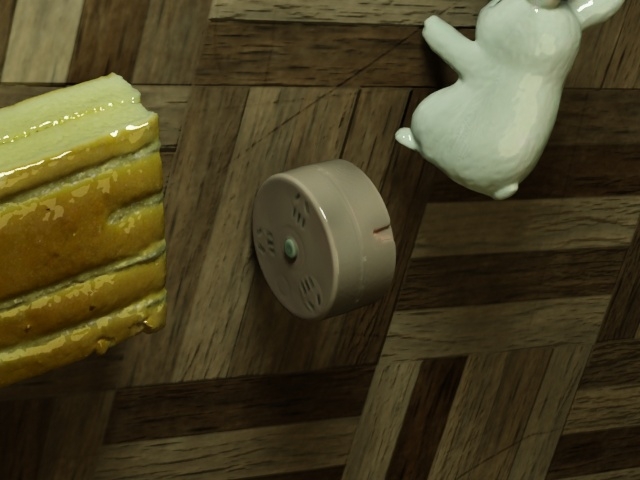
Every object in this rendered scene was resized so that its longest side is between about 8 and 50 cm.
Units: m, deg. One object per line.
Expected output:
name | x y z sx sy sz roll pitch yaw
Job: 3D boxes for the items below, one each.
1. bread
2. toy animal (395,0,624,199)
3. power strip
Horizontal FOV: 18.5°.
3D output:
bread | -0.259 0.004 1.749 0.246 0.111 0.239 -19 128 -27
toy animal | 0.191 -0.188 1.956 0.140 0.138 0.282 5 111 -45
power strip | 0.000 0.000 1.924 0.078 0.154 0.154 -17 128 -32
